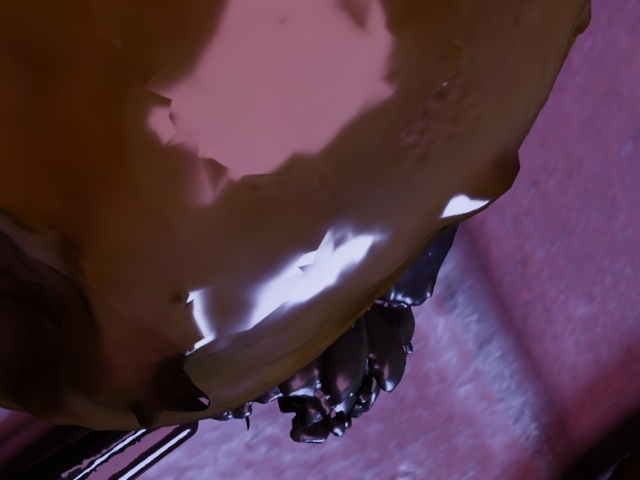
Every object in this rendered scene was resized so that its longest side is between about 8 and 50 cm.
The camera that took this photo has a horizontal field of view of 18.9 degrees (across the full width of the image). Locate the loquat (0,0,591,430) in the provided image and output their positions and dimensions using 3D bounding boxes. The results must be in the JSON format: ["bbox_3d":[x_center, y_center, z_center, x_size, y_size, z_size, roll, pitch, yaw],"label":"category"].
[{"bbox_3d":[-0.046,-0.081,0.446,0.244,0.244,0.244,-29,141,-27],"label":"loquat"}]

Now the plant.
[{"bbox_3d":[0.000,0.000,0.681,0.094,0.092,0.143,18,100,-61],"label":"plant"}]

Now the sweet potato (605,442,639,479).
[{"bbox_3d":[0.194,0.155,1.043,0.310,0.098,0.124,-30,148,-21],"label":"sweet potato"}]

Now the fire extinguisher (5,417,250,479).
[{"bbox_3d":[-0.093,0.086,0.702,0.173,0.035,0.049,-36,141,-20],"label":"fire extinguisher"}]
